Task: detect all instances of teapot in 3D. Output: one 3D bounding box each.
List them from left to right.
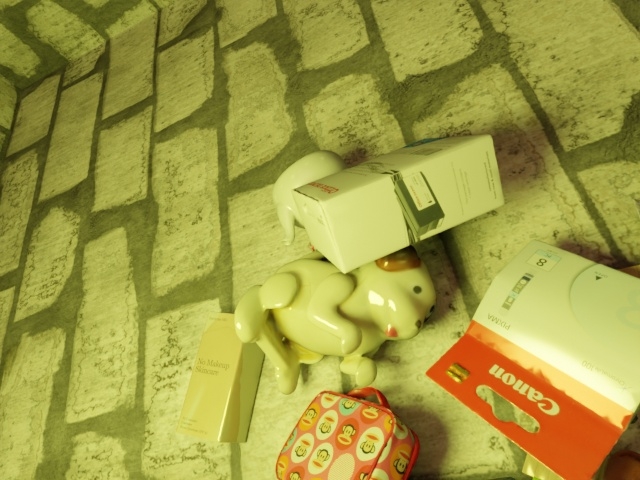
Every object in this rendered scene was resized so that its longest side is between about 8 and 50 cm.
[{"bbox_3d":[0.005,-0.115,1.193,0.256,0.252,0.187,-41,74,19],"label":"teapot"}]

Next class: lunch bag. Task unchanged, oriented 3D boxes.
[{"bbox_3d":[0.055,0.428,0.888,0.293,0.120,0.258,-8,44,57],"label":"lunch bag"}]

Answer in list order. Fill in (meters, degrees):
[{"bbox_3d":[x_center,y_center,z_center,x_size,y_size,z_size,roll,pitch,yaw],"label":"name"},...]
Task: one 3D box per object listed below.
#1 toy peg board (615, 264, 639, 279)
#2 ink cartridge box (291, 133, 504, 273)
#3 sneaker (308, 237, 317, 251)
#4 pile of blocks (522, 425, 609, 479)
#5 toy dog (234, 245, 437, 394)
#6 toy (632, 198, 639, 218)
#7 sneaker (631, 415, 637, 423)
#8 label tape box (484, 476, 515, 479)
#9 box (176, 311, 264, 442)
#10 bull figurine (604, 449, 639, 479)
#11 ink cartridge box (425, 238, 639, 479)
[{"bbox_3d":[0.633,0.145,0.864,0.160,0.079,0.162,-21,56,33],"label":"toy peg board"},{"bbox_3d":[0.161,-0.102,0.989,0.394,0.167,0.285,-22,16,-10],"label":"ink cartridge box"},{"bbox_3d":[0.000,0.000,1.196,0.066,0.118,0.042,-11,101,7],"label":"sneaker"},{"bbox_3d":[0.404,0.489,0.655,0.148,0.112,0.363,-23,39,33],"label":"pile of blocks"},{"bbox_3d":[0.073,0.160,1.023,0.407,0.285,0.395,-14,25,20],"label":"toy dog"},{"bbox_3d":[0.721,0.014,0.829,0.136,0.056,0.238,12,59,-13],"label":"toy"},{"bbox_3d":[0.491,0.222,0.858,0.136,0.116,0.313,-47,56,-4],"label":"sneaker"},{"bbox_3d":[0.209,0.589,0.761,0.347,0.115,0.250,-29,55,30],"label":"label tape box"},{"bbox_3d":[-0.250,0.358,1.134,0.147,0.121,0.312,-1,66,25],"label":"box"},{"bbox_3d":[0.489,0.517,0.727,0.188,0.101,0.310,41,93,27],"label":"bull figurine"},{"bbox_3d":[0.428,0.184,0.782,0.384,0.091,0.308,-36,42,-21],"label":"ink cartridge box"}]
